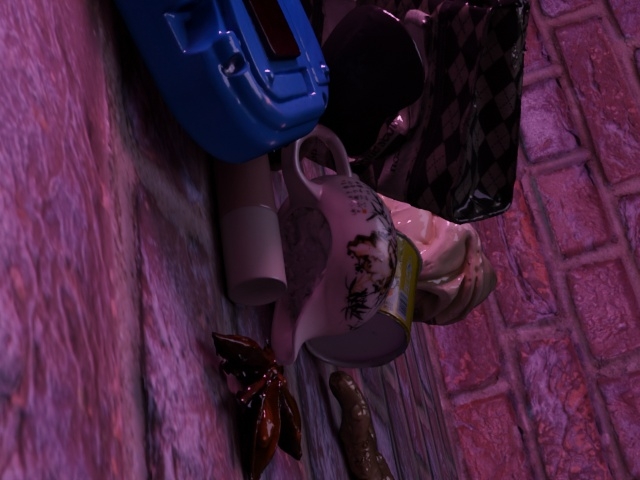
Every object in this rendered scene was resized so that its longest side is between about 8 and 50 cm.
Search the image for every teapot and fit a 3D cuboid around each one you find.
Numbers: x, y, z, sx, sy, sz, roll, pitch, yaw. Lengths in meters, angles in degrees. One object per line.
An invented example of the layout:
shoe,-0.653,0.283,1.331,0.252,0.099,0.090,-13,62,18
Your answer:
teapot,0.000,0.000,1.153,0.208,0.165,0.300,-8,-91,60

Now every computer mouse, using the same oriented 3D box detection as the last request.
computer mouse,0.036,-0.199,1.143,0.147,0.088,0.264,57,-20,6

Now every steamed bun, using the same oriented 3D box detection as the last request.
steamed bun,0.143,0.043,1.736,0.394,0.237,0.346,40,-12,-11

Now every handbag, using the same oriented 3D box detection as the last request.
handbag,0.102,-0.238,1.285,0.180,0.416,0.317,-19,125,-39

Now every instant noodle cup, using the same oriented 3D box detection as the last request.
instant noodle cup,0.059,0.090,1.332,0.205,0.204,0.153,64,21,-46

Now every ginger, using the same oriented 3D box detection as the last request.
ginger,0.064,0.313,1.390,0.149,0.065,0.259,-124,-170,-81

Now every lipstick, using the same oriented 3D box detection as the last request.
lipstick,-0.090,-0.050,1.056,0.070,0.070,0.255,58,18,-58

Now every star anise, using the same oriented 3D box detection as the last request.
star anise,-0.058,0.176,0.933,0.212,0.053,0.157,45,30,-73

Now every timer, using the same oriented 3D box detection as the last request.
timer,-0.111,-0.258,0.980,0.340,0.115,0.309,65,22,-5

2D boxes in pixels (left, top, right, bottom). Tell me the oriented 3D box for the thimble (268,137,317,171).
thimble,-0.068,-0.152,1.202,0.102,0.115,0.090,33,37,-46
